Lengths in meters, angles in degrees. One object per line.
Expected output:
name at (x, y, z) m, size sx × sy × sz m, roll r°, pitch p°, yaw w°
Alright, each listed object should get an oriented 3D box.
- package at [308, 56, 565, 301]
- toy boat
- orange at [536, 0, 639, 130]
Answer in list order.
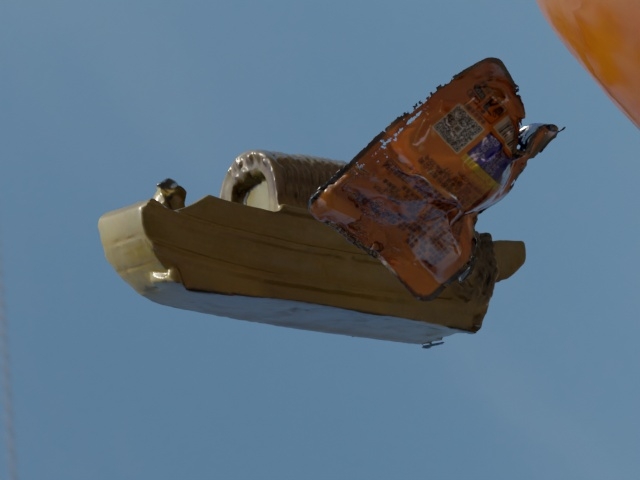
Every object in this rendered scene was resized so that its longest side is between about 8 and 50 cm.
package at (0.057, -0.028, 0.855) m, size 0.077 × 0.111 × 0.033 m, roll 39°, pitch -169°, yaw -34°
toy boat at (0.000, 0.000, 1.261) m, size 0.310 × 0.089 × 0.115 m, roll 10°, pitch -106°, yaw -31°
orange at (0.206, -0.141, 0.835) m, size 0.240 × 0.240 × 0.240 m, roll 20°, pitch -120°, yaw -39°
